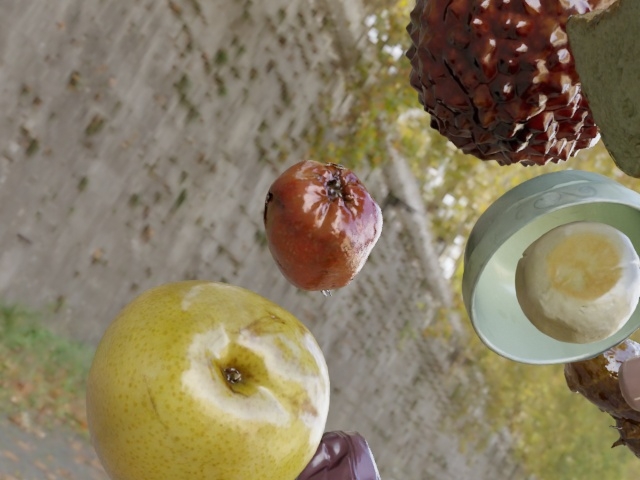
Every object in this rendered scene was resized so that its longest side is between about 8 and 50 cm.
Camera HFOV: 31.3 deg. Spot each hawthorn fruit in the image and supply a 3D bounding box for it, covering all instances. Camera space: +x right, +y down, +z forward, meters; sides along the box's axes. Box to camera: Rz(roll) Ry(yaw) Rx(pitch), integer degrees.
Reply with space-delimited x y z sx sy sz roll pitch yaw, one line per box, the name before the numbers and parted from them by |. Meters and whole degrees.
hawthorn fruit | 0.000 0.000 2.047 0.211 0.211 0.299 29 -39 23

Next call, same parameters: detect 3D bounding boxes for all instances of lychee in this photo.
lychee | 0.354 -0.358 1.824 0.424 0.500 0.424 27 9 -5

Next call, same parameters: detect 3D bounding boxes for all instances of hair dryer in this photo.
hair dryer | 0.697 0.334 2.056 0.189 0.107 0.344 -24 -72 37

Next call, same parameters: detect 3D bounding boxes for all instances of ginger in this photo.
ginger | 0.655 0.334 2.385 0.418 0.254 0.176 27 22 -19

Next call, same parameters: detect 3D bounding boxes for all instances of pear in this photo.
pear | -0.138 0.190 1.388 0.314 0.314 0.314 32 -8 5

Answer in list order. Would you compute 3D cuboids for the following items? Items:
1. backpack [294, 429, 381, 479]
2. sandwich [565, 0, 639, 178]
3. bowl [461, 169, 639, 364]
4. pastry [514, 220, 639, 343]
backpack | 0.016 0.475 1.908 0.197 0.317 0.283 5 -39 -22
sandwich | 0.384 -0.188 1.295 0.226 0.087 0.251 66 -12 0
bowl | 0.344 0.021 1.661 0.307 0.307 0.163 39 22 -37
pastry | 0.317 0.049 1.400 0.156 0.156 0.092 29 -21 24
